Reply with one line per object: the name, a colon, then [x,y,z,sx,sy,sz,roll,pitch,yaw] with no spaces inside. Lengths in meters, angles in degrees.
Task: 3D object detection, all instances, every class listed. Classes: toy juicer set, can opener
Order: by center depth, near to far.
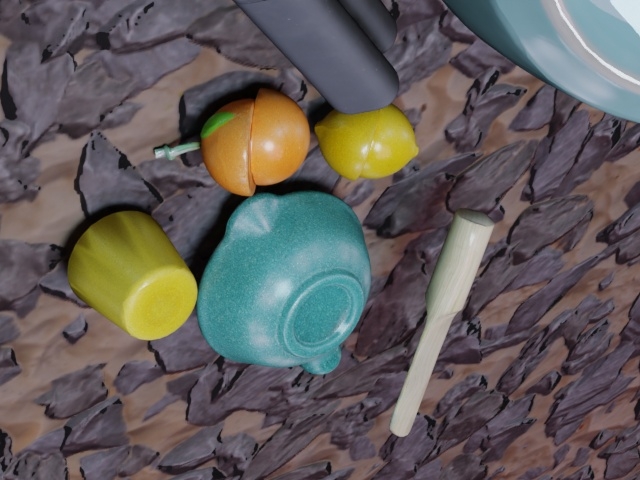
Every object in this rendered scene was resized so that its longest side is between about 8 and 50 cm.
can opener: [-0.048,-0.149,0.847,0.095,0.076,0.283,-11,155,21]
toy juicer set: [0.000,0.000,1.060,0.329,0.089,0.209,26,101,-46]

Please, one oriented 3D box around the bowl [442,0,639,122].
bowl: [0.186,-0.179,0.777,0.312,0.163,0.311,2,121,3]
